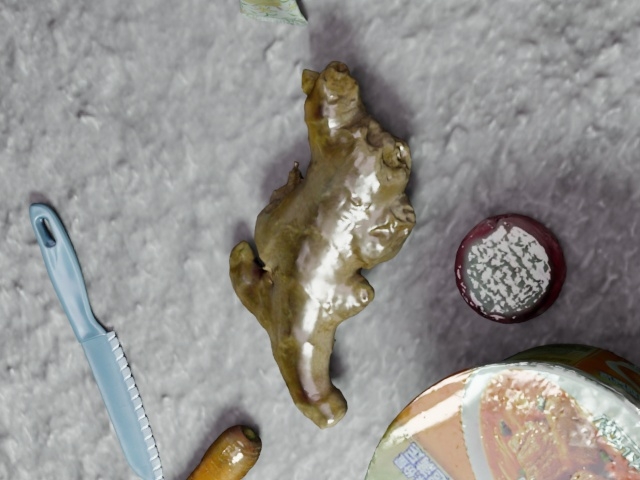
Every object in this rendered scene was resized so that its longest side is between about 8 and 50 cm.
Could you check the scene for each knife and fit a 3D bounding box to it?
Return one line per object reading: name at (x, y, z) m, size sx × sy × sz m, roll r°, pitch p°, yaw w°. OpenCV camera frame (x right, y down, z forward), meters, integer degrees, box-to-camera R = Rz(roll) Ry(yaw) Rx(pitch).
knife at (-0.222, 0.105, 1.851) m, size 0.044 × 0.019 × 0.313 m, roll -19°, pitch 95°, yaw 17°

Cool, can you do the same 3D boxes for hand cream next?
hand cream at (-0.059, -0.249, 1.662) m, size 0.067 × 0.194 × 0.042 m, roll 5°, pitch 63°, yaw 14°

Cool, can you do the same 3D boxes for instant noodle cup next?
instant noodle cup at (0.200, 0.222, 1.632) m, size 0.296 × 0.214 × 0.296 m, roll 3°, pitch 100°, yaw 16°

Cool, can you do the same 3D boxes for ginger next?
ginger at (0.001, -0.002, 1.733) m, size 0.166 × 0.080 × 0.333 m, roll 26°, pitch 113°, yaw 27°

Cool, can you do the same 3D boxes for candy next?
candy at (0.174, 0.026, 1.698) m, size 0.103 × 0.043 × 0.103 m, roll 3°, pitch 100°, yaw 17°

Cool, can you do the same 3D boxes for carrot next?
carrot at (-0.123, 0.257, 1.830) m, size 0.047 × 0.047 × 0.191 m, roll 41°, pitch 110°, yaw 7°
